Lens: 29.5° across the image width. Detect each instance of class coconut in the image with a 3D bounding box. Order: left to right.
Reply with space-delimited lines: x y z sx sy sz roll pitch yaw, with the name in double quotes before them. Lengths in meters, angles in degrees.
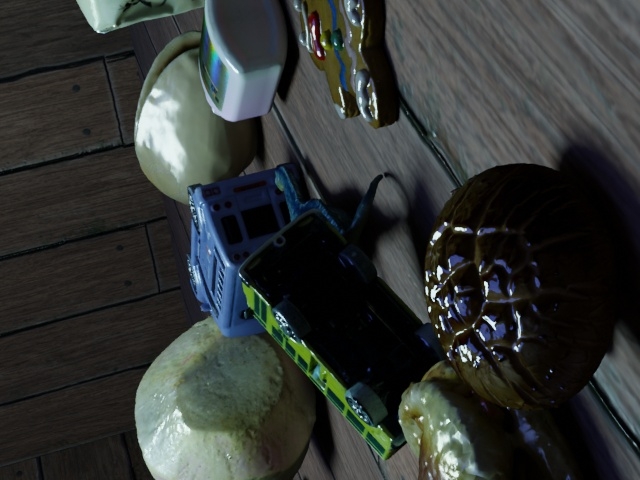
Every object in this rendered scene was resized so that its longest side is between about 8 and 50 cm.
"coconut" -0.122 0.227 1.613 0.259 0.259 0.259 165 90 -79

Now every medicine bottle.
"medicine bottle" -0.085 -0.190 1.267 0.219 0.078 0.115 123 130 -75

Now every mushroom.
"mushroom" 0.097 0.023 0.608 0.126 0.085 0.109 -126 24 -47

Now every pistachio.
"pistachio" -0.150 -0.144 1.493 0.126 0.152 0.223 -115 32 -57

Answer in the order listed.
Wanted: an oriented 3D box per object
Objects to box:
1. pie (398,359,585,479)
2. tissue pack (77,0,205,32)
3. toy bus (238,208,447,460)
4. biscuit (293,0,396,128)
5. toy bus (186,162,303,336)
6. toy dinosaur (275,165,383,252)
"pie" 0.109 0.173 0.752 0.179 0.084 0.205 109 142 -71
"tissue pack" -0.217 -0.475 1.234 0.405 0.205 0.331 86 161 -48
"toy bus" 0.022 0.072 0.904 0.175 0.088 0.101 47 165 14
"biscuit" 0.012 -0.160 0.957 0.205 0.031 0.138 -126 24 -66
"toy bus" -0.081 0.023 1.411 0.292 0.125 0.133 106 148 -67
"toy dinosaur" 0.001 0.011 1.110 0.363 0.076 0.147 -151 50 -78
